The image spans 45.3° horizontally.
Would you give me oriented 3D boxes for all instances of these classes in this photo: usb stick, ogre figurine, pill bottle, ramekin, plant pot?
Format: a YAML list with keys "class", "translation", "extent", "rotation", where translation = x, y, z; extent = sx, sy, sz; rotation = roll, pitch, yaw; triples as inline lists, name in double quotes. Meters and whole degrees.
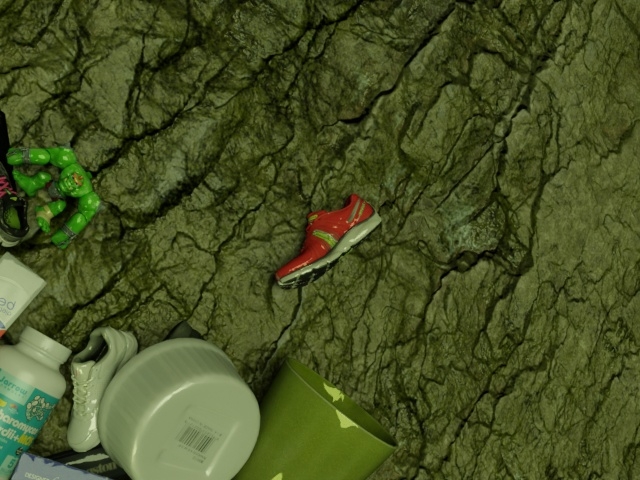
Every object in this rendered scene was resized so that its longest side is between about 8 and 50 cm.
- class: "usb stick"
  translation: [-0.434, 0.417, 1.410]
  extent: [0.277, 0.045, 0.077]
  rotation: [-11, 92, -24]
- class: "ogre figurine"
  translation: [-0.483, -0.097, 1.417]
  extent: [0.118, 0.097, 0.197]
  rotation: [-28, 81, -5]
- class: "pill bottle"
  translation: [-0.541, 0.283, 1.322]
  extent: [0.146, 0.146, 0.264]
  rotation: [34, 73, -17]
- class: "ramekin"
  translation: [-0.242, 0.326, 1.373]
  extent: [0.277, 0.135, 0.277]
  rotation: [-13, 114, -31]
- class: "plant pot"
  translation: [-0.047, 0.426, 1.478]
  extent: [0.274, 0.275, 0.294]
  rotation: [38, 88, -15]

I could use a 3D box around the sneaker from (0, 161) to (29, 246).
- class: "sneaker"
  translation: [-0.559, -0.075, 1.361]
  extent: [0.063, 0.074, 0.171]
  rotation: [-23, 100, -51]

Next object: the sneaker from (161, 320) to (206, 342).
- class: "sneaker"
  translation: [-0.286, 0.278, 1.464]
  extent: [0.130, 0.087, 0.227]
  rotation: [41, 66, -8]

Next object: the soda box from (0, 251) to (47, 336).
- class: "soda box"
  translation: [-0.607, 0.157, 1.333]
  extent: [0.091, 0.098, 0.286]
  rotation: [42, 70, -15]

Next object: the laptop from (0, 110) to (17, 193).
- class: "laptop"
  translation: [-0.702, -0.111, 1.364]
  extent: [0.264, 0.136, 0.234]
  rotation: [-9, 88, 2]

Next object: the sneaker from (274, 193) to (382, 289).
- class: "sneaker"
  translation: [0.000, 0.000, 1.624]
  extent: [0.279, 0.107, 0.118]
  rotation: [-37, 81, -25]

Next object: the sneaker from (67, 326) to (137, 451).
- class: "sneaker"
  translation: [-0.418, 0.260, 1.384]
  extent: [0.115, 0.090, 0.232]
  rotation: [48, 49, -59]

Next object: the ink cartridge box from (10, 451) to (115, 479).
- class: "ink cartridge box"
  translation: [-0.411, 0.549, 1.269]
  extent: [0.303, 0.072, 0.307]
  rotation: [24, 78, -18]
